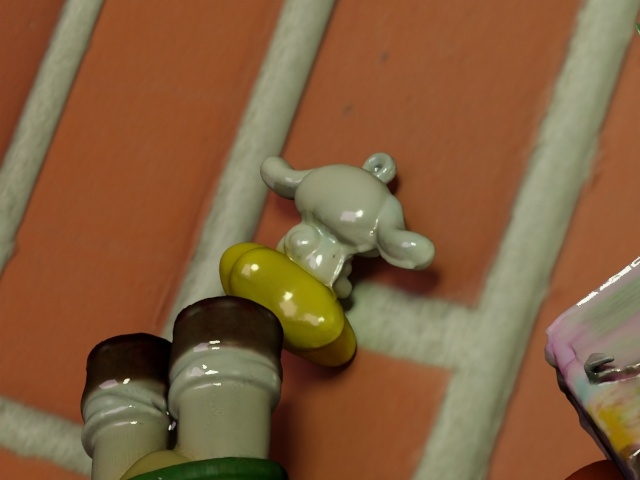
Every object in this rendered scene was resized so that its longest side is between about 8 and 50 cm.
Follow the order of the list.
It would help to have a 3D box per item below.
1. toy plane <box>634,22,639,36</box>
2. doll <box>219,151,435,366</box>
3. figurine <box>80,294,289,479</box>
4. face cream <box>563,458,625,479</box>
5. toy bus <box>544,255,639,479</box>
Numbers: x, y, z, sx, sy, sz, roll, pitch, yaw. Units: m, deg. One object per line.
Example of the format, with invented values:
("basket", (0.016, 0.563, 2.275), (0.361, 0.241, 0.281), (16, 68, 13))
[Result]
("toy plane", (0.184, -0.097, 0.851), (0.080, 0.033, 0.083), (-22, 64, 35))
("doll", (-0.004, -0.003, 0.968), (0.113, 0.071, 0.135), (-39, 44, 14))
("figurine", (-0.041, 0.204, 0.831), (0.281, 0.167, 0.370), (-21, 57, 18))
("face cream", (0.176, 0.160, 0.691), (0.214, 0.096, 0.095), (22, 87, 47))
("toy bus", (0.218, 0.003, 0.676), (0.274, 0.090, 0.112), (-34, 33, 1))
